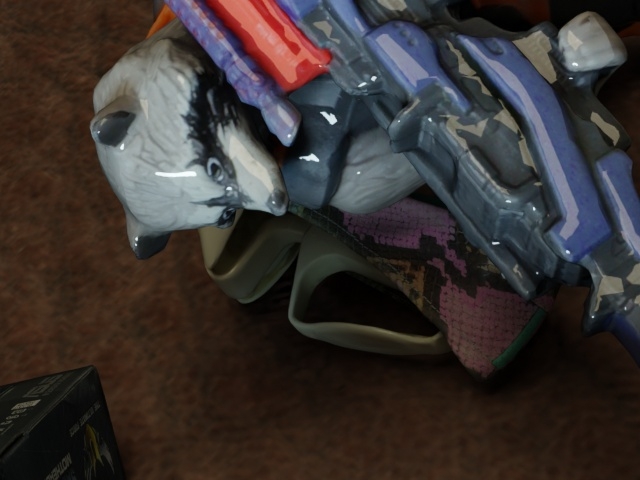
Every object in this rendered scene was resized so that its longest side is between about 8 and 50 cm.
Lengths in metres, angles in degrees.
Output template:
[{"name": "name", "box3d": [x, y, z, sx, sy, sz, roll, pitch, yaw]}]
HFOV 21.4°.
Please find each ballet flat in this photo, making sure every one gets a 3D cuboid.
[{"name": "ballet flat", "box3d": [0.000, 0.000, 0.727, 0.221, 0.077, 0.079, 25, 79, 37]}]

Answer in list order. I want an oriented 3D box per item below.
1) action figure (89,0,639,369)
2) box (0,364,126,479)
[{"name": "action figure", "box3d": [0.069, -0.066, 0.662, 0.330, 0.178, 0.341, -22, 68, -21]}, {"name": "box", "box3d": [-0.185, 0.115, 0.599, 0.183, 0.059, 0.232, -12, 7, 8]}]
